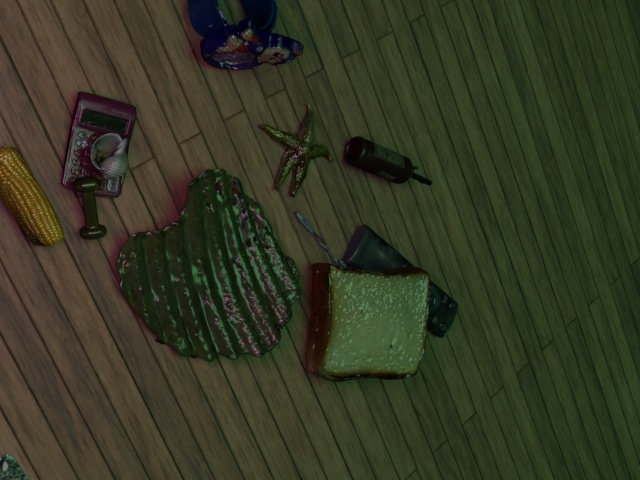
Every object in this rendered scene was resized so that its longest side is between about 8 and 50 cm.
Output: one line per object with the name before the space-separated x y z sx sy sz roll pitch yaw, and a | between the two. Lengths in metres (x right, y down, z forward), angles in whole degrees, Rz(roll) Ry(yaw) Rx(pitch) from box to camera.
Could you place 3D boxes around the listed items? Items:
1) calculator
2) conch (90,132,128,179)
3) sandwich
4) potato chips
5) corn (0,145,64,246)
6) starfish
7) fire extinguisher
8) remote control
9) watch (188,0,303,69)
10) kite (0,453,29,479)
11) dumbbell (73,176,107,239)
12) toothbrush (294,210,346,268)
calculator | -0.429 -0.182 1.825 0.126 0.034 0.191 12 88 -39
conch | -0.400 -0.157 1.797 0.076 0.056 0.085 23 63 -14
sandwich | 0.112 0.190 2.197 0.301 0.099 0.271 4 97 -33
potato chips | -0.210 0.065 1.959 0.373 0.097 0.389 -49 117 -27
corn | -0.536 -0.078 1.715 0.072 0.072 0.203 -41 115 -31
starfish | -0.052 -0.206 2.127 0.216 0.050 0.224 22 71 -29
fire extinguisher | 0.169 -0.177 2.265 0.231 0.099 0.071 19 100 -36
remote control | 0.205 0.105 2.327 0.377 0.044 0.107 39 72 -31
watch | -0.167 -0.465 1.969 0.196 0.171 0.200 6 74 -51
kite | -0.544 0.510 1.736 0.245 0.015 0.141 50 62 -23
dumbbell | -0.436 -0.061 1.793 0.052 0.046 0.118 -12 112 -26
toothbrush | 0.000 0.000 2.178 0.193 0.019 0.013 49 62 -26
